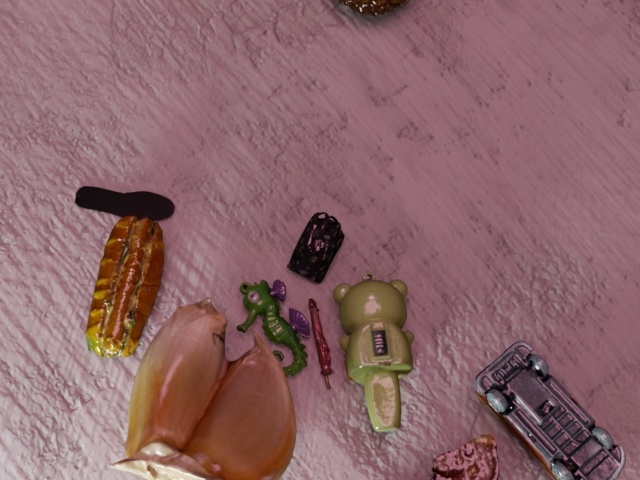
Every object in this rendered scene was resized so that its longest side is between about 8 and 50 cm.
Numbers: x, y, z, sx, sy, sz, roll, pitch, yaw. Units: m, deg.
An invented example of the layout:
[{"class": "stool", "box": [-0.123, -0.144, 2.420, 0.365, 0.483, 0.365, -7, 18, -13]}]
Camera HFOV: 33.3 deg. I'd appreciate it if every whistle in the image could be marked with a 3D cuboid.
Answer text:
[{"class": "whistle", "box": [0.097, 0.184, 1.820, 0.131, 0.106, 0.288, -4, 67, -5]}]

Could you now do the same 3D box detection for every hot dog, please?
[{"class": "hot dog", "box": [-0.340, 0.080, 1.881, 0.115, 0.072, 0.269, 9, 67, -5]}]

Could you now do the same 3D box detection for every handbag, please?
[{"class": "handbag", "box": [0.000, 0.000, 1.876, 0.072, 0.139, 0.115, 27, 69, 2]}]

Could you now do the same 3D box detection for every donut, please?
[{"class": "donut", "box": [0.173, 0.440, 1.716, 0.295, 0.112, 0.151, -25, 73, -9]}]

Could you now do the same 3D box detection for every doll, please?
[{"class": "doll", "box": [-0.083, 0.149, 1.865, 0.115, 0.050, 0.190, -30, 73, -16]}]

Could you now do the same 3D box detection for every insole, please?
[{"class": "insole", "box": [-0.362, -0.068, 1.973, 0.188, 0.004, 0.064, 10, 68, 4]}]

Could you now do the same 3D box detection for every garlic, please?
[{"class": "garlic", "box": [-0.189, 0.274, 1.730, 0.286, 0.249, 0.313, 0, 47, 17]}]

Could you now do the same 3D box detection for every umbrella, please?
[{"class": "umbrella", "box": [0.001, 0.179, 1.864, 0.025, 0.027, 0.165, -19, 70, 19]}]

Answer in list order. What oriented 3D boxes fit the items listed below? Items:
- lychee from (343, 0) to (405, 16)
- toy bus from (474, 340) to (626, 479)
[{"class": "lychee", "box": [0.099, -0.556, 2.078, 0.200, 0.200, 0.238, 2, 80, 1]}, {"class": "toy bus", "box": [0.375, 0.304, 1.765, 0.121, 0.120, 0.265, -38, 73, -14]}]
